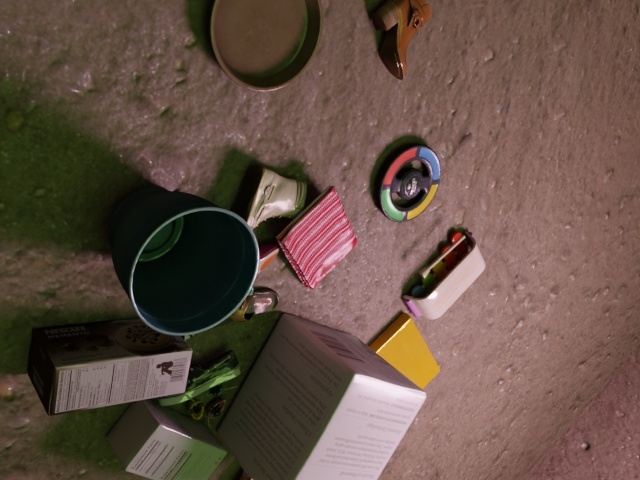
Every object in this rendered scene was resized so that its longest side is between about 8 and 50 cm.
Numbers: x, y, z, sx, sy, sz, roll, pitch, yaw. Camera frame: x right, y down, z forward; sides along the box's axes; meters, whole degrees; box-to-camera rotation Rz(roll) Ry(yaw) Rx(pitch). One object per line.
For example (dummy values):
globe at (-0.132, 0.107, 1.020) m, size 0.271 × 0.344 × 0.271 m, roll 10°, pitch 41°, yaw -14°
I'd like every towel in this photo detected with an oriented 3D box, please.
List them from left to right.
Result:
towel at (0.000, 0.000, 1.714) m, size 0.199 × 0.031 × 0.275 m, roll -45°, pitch 148°, yaw -11°

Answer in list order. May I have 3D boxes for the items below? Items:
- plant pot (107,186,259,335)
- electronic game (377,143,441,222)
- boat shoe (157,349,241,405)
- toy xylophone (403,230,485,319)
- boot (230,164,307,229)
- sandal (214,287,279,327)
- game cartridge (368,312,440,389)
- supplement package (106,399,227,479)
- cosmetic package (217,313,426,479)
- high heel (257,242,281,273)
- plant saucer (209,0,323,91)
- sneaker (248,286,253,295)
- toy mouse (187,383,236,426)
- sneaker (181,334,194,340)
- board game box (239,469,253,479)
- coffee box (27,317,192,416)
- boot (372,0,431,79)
plant pot at (-0.305, 0.015, 1.369) m, size 0.272 × 0.255 × 0.271 m, roll -18°, pitch 122°, yaw -30°
electronic game at (0.249, -0.158, 1.861) m, size 0.229 × 0.048 × 0.229 m, roll -18°, pitch 124°, yaw -30°
boat shoe at (-0.310, 0.342, 1.673) m, size 0.219 × 0.078 × 0.070 m, roll -23°, pitch 102°, yaw -23°
toy xylophone at (0.395, 0.098, 2.090) m, size 0.323 × 0.081 × 0.236 m, roll -39°, pitch 131°, yaw -16°
boot at (-0.127, -0.063, 1.596) m, size 0.165 × 0.077 × 0.213 m, roll 13°, pitch 104°, yaw -45°
sandal at (-0.190, 0.175, 1.680) m, size 0.219 × 0.060 × 0.090 m, roll -6°, pitch 116°, yaw -37°
game cartridge at (0.236, 0.425, 2.168) m, size 0.285 × 0.053 × 0.323 m, roll -42°, pitch 130°, yaw -13°
supplement package at (-0.379, 0.507, 1.654) m, size 0.134 × 0.139 × 0.244 m, roll -53°, pitch 133°, yaw -4°
cosmetic package at (-0.001, 0.468, 1.803) m, size 0.327 × 0.329 × 0.393 m, roll 25°, pitch 97°, yaw -44°
high heel at (-0.203, 0.039, 1.613) m, size 0.244 × 0.117 × 0.082 m, roll -36°, pitch 164°, yaw -39°
plant saucer at (-0.117, -0.457, 1.415) m, size 0.278 × 0.041 × 0.277 m, roll -19°, pitch 123°, yaw -31°
sneaker at (-0.233, 0.113, 1.602) m, size 0.167 × 0.076 × 0.065 m, roll -9°, pitch 117°, yaw -35°
toy mouse at (-0.285, 0.415, 1.752) m, size 0.143 × 0.031 × 0.161 m, roll -34°, pitch 134°, yaw -29°
sneaker at (-0.320, 0.191, 1.607) m, size 0.044 × 0.040 × 0.109 m, roll -17°, pitch 128°, yaw -51°
board game box at (-0.179, 0.731, 1.957) m, size 0.147 × 0.045 × 0.193 m, roll 38°, pitch 70°, yaw -40°
coffee box at (-0.455, 0.262, 1.443) m, size 0.297 × 0.168 × 0.118 m, roll -1°, pitch 113°, yaw -37°
boot at (0.214, -0.509, 1.632) m, size 0.152 × 0.073 × 0.197 m, roll -40°, pitch 134°, yaw -20°
